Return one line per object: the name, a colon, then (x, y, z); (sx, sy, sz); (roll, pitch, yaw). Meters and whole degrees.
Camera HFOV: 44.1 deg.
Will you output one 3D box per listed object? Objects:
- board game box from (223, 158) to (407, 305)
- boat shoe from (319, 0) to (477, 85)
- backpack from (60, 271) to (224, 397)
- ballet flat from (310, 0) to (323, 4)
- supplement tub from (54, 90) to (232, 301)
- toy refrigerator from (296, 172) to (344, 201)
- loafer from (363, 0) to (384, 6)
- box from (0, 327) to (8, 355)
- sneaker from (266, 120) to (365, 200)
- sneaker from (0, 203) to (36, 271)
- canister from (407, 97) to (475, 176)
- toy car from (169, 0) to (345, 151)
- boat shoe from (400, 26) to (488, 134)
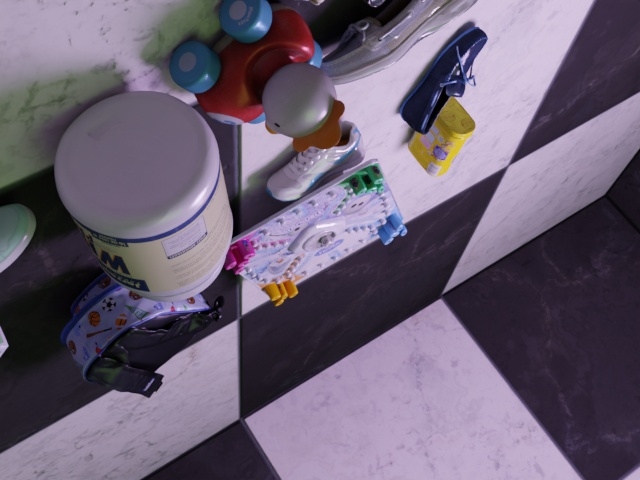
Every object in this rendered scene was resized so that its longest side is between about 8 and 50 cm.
board game box: (0.000, 0.000, 1.784); (0.389, 0.050, 0.390); (-29, 158, 4)
boat shoe: (0.124, -0.379, 1.364); (0.320, 0.103, 0.118); (-33, -156, -1)
backpack: (-0.375, 0.167, 1.578); (0.276, 0.213, 0.263); (-49, 164, 15)
ballet flat: (-0.026, -0.377, 1.170); (0.188, 0.070, 0.070); (-15, 150, -45)
supplement tub: (-0.262, -0.053, 1.246); (0.235, 0.235, 0.325); (-31, 158, -14)
toy refrigerator: (0.006, -0.075, 1.825); (0.102, 0.094, 0.269); (-25, 157, -9)
loafer: (0.156, -0.467, 1.233); (0.096, 0.084, 0.267); (-8, 145, -52)
box: (-0.690, 0.203, 1.281); (0.231, 0.127, 0.262); (-45, 156, 27)
sneaker: (-0.016, -0.166, 1.624); (0.228, 0.087, 0.092); (-33, 143, -13)
sneaker: (-0.540, 0.001, 1.128); (0.255, 0.094, 0.151); (-31, 156, -17)
canister: (0.277, -0.243, 1.842); (0.073, 0.126, 0.170); (-25, 159, -27)
toy car: (-0.065, -0.217, 1.203); (0.210, 0.238, 0.219); (-41, 158, 13)
boat shoe: (0.281, -0.336, 1.697); (0.109, 0.089, 0.258); (-15, 150, -44)
